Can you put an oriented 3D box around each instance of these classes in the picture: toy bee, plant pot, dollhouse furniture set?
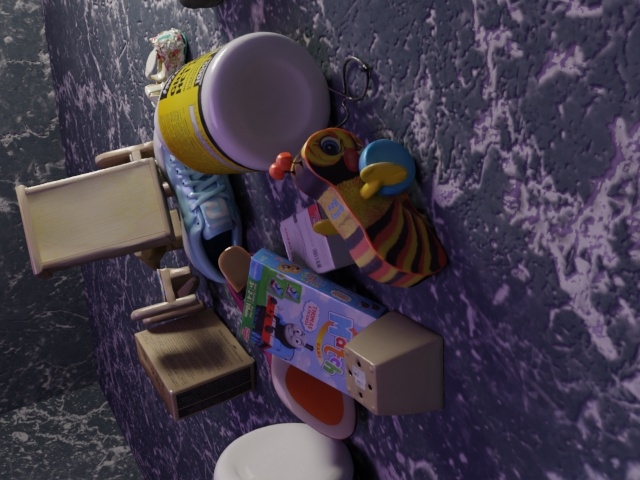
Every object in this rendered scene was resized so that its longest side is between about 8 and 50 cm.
[{"bbox_3d":[0.024,-0.068,0.872,0.298,0.162,0.195,56,149,32],"label":"toy bee"},{"bbox_3d":[0.091,0.170,0.931,0.109,0.096,0.109,27,126,55],"label":"plant pot"},{"bbox_3d":[-0.422,-0.012,1.468,0.394,0.256,0.362,107,148,-79],"label":"dollhouse furniture set"}]

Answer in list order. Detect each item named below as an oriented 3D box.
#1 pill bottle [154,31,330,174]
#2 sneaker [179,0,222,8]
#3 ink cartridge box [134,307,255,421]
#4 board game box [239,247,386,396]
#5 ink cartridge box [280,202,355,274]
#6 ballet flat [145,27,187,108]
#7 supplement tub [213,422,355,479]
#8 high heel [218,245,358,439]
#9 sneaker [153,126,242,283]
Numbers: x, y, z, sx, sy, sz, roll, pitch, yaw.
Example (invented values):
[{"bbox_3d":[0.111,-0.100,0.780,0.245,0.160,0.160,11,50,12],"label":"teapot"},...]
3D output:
[{"bbox_3d":[-0.142,-0.196,1.082,0.334,0.187,0.188,6,108,60],"label":"pill bottle"},{"bbox_3d":[-0.201,-0.463,1.127,0.286,0.130,0.109,-30,78,63],"label":"sneaker"},{"bbox_3d":[-0.279,0.267,1.553,0.234,0.193,0.088,40,139,48],"label":"ink cartridge box"},{"bbox_3d":[-0.018,0.124,1.056,0.211,0.039,0.160,24,125,18],"label":"board game box"},{"bbox_3d":[0.000,0.000,1.057,0.135,0.056,0.099,-22,83,62],"label":"ink cartridge box"},{"bbox_3d":[-0.333,-0.339,1.485,0.091,0.077,0.241,55,147,32],"label":"ballet flat"},{"bbox_3d":[-0.048,0.508,1.202,0.235,0.235,0.325,21,122,57],"label":"supplement tub"},{"bbox_3d":[-0.043,0.174,1.220,0.377,0.127,0.181,59,180,17],"label":"high heel"},{"bbox_3d":[-0.208,-0.081,1.336,0.150,0.135,0.366,34,143,50],"label":"sneaker"}]
